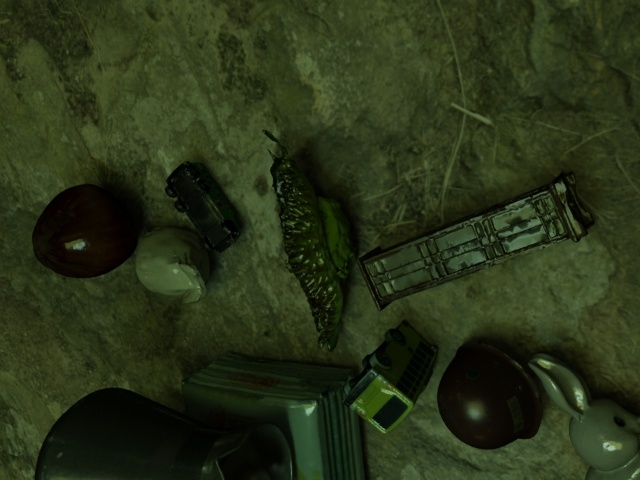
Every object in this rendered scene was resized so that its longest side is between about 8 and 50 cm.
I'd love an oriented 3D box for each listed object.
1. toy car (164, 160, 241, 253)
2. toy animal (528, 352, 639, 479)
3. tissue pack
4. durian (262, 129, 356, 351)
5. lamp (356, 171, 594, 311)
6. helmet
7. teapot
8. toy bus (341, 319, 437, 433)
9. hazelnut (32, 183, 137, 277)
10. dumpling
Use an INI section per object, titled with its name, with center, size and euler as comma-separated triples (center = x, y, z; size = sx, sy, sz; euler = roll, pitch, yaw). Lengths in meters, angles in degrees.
[toy car]
center = -0.198, -0.058, 1.235
size = 0.071, 0.062, 0.165
euler = -38, 84, 31
[toy animal]
center = 0.384, 0.241, 0.983
size = 0.131, 0.104, 0.220
euler = -25, 91, 32
[tissue pack]
center = -0.073, 0.409, 1.238
size = 0.287, 0.162, 0.387
euler = 1, 105, 28
[durian]
center = -0.007, 0.001, 1.116
size = 0.107, 0.132, 0.375
euler = 0, 109, 41
[lamp]
center = 0.213, 0.005, 1.020
size = 0.325, 0.090, 0.089
euler = -24, 91, 30
[helmet]
center = 0.231, 0.248, 1.041
size = 0.155, 0.106, 0.175
euler = 19, 135, 46
[teapot]
center = -0.228, 0.379, 1.102
size = 0.344, 0.253, 0.300
euler = 0, 138, 27
[toy bus]
center = 0.111, 0.204, 1.082
size = 0.101, 0.175, 0.088
euler = 39, 118, 6
[hazelnut]
center = -0.434, -0.014, 1.306
size = 0.204, 0.178, 0.177
euler = 21, 113, 37
[dumpling]
center = -0.261, 0.050, 1.275
size = 0.199, 0.118, 0.136
euler = 25, 133, 50
